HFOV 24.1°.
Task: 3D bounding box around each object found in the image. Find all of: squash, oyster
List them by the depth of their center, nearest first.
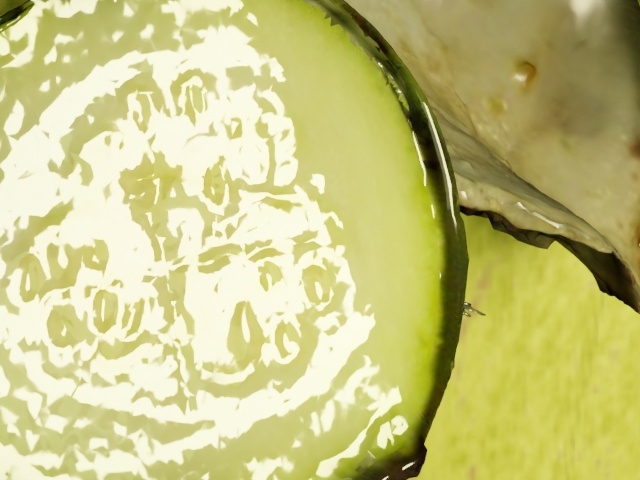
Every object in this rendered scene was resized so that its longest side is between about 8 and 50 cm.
[{"bbox_3d":[-0.113,0.011,0.411,0.137,0.287,0.137,7,81,-46],"label":"squash"},{"bbox_3d":[-0.024,-0.138,0.440,0.396,0.111,0.204,34,61,-23],"label":"oyster"}]

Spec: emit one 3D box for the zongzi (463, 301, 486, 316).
[{"bbox_3d":[0.000,0.000,0.496,0.154,0.062,0.130,11,135,-13],"label":"zongzi"}]
